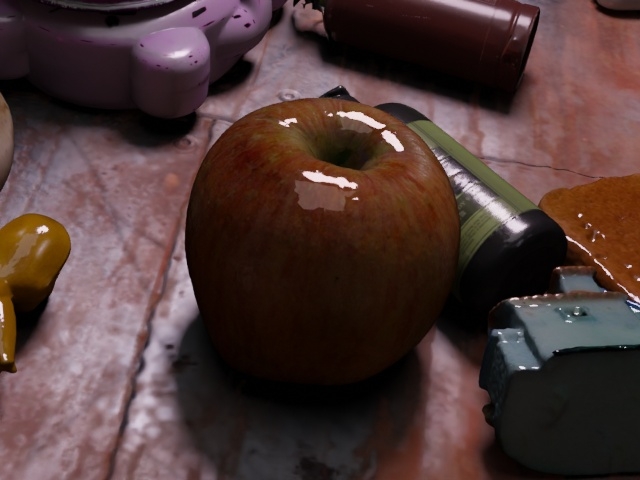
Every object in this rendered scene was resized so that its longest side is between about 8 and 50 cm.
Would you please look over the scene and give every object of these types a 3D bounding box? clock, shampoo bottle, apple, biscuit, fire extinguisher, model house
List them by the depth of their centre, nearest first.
[{"bbox_3d":[0.187,0.086,0.865,0.148,0.120,0.149,0,32,-7],"label":"model house"},{"bbox_3d":[0.000,0.000,0.868,0.211,0.188,0.211,7,41,-6],"label":"apple"},{"bbox_3d":[0.343,0.030,0.988,0.262,0.052,0.277,-19,47,-33],"label":"biscuit"},{"bbox_3d":[0.084,-0.050,0.999,0.101,0.101,0.284,-22,49,-29],"label":"shampoo bottle"},{"bbox_3d":[-0.193,-0.259,1.187,0.295,0.113,0.322,14,43,7],"label":"clock"},{"bbox_3d":[0.090,-0.234,1.219,0.268,0.105,0.105,17,42,11],"label":"fire extinguisher"}]

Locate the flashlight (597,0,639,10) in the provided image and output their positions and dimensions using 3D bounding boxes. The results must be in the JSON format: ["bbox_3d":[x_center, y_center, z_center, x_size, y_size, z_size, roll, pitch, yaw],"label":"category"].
[{"bbox_3d":[0.422,-0.296,1.370,0.200,0.048,0.093,0,41,-5],"label":"flashlight"}]

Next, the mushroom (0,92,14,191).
[{"bbox_3d":[-0.350,-0.094,0.923,0.206,0.209,0.206,3,68,-8],"label":"mushroom"}]

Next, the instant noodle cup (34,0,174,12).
[{"bbox_3d":[-0.206,-0.360,1.073,0.251,0.190,0.251,3,44,-3],"label":"instant noodle cup"}]

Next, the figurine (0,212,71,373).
[{"bbox_3d":[-0.254,0.029,0.844,0.121,0.122,0.176,23,45,21],"label":"figurine"}]
